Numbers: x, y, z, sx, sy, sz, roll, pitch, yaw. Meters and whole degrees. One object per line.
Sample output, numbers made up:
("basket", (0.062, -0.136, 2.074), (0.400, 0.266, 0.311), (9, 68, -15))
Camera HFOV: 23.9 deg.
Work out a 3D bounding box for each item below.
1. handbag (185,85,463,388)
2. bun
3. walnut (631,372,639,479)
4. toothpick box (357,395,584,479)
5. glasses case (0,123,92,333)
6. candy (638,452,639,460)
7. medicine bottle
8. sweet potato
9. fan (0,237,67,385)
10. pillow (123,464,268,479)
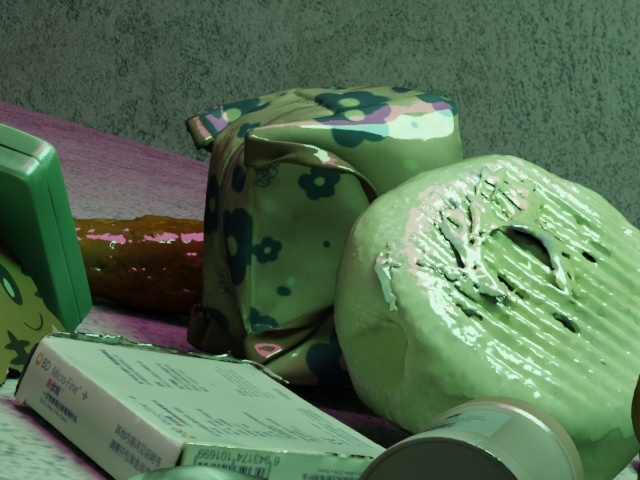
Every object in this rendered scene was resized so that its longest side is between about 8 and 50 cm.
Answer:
("handbag", (0.000, 0.000, 1.231), (0.193, 0.251, 0.190), (-2, 8, -25))
("bun", (0.133, 0.063, 1.088), (0.273, 0.272, 0.168), (13, -38, -16))
("walnut", (0.287, 0.116, 0.693), (0.285, 0.285, 0.296), (9, 36, -46))
("toothpick box", (0.080, 0.139, 0.795), (0.098, 0.098, 0.149), (17, 6, 17))
("glasses case", (-0.222, -0.006, 1.117), (0.078, 0.184, 0.039), (20, 52, 19))
("candy", (0.332, 0.166, 1.167), (0.104, 0.102, 0.234), (14, 8, -10))
("medicine bottle", (-0.066, 0.112, 0.913), (0.171, 0.052, 0.201), (11, 8, -37))
("sweet potato", (-0.116, 0.025, 1.387), (0.355, 0.095, 0.106), (16, -36, -24))
("fan", (-0.250, 0.000, 1.032), (0.226, 0.008, 0.152), (58, 16, 7))
("pillow", (-0.073, 0.133, 0.680), (0.091, 0.055, 0.136), (13, 4, 5))
